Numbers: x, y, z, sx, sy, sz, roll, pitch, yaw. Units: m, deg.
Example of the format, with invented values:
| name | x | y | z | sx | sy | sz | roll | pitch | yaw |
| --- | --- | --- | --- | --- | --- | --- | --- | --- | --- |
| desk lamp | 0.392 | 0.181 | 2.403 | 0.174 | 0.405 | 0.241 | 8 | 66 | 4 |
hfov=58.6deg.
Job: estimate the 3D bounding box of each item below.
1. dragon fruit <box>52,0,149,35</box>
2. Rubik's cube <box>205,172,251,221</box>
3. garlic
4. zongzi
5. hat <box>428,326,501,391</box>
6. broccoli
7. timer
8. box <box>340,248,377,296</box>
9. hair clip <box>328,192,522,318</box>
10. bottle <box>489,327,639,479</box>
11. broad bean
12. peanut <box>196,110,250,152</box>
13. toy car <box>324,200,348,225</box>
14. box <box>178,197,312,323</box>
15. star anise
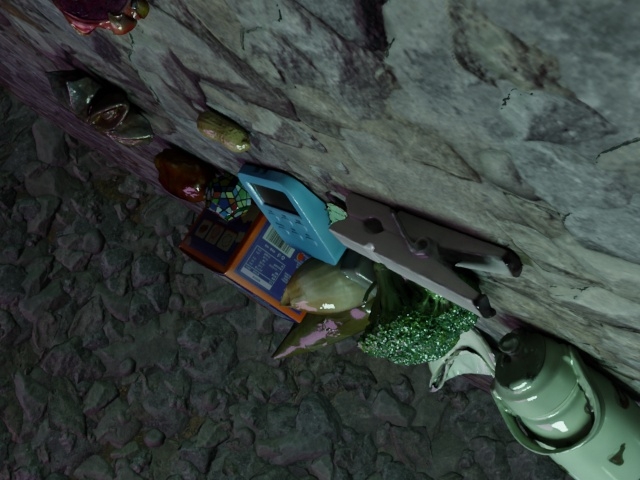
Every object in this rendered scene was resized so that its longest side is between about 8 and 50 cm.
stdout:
| name | x | y | z | sx | sy | sz | roll | pitch | yaw |
| --- | --- | --- | --- | --- | --- | --- | --- | --- | --- |
| dragon fruit | -0.255 | -0.289 | 0.641 | 0.126 | 0.112 | 0.068 | 34 | -175 | -13 |
| Rubik's cube | -0.251 | -0.116 | 1.553 | 0.133 | 0.133 | 0.112 | 33 | -162 | -7 |
| garlic | 0.056 | 0.093 | 1.449 | 0.196 | 0.151 | 0.338 | -17 | 178 | 37 |
| zongzi | 0.033 | 0.253 | 1.757 | 0.174 | 0.392 | 0.356 | 52 | 165 | -6 |
| hat | 0.432 | 0.329 | 1.636 | 0.257 | 0.168 | 0.302 | -1 | 129 | 32 |
| broccoli | 0.182 | 0.123 | 1.106 | 0.242 | 0.261 | 0.269 | 55 | -151 | -5 |
| timer | -0.068 | -0.065 | 1.290 | 0.250 | 0.091 | 0.231 | 43 | 167 | -35 |
| box | 0.130 | 0.070 | 1.296 | 0.172 | 0.093 | 0.124 | 34 | 167 | -15 |
| hair clip | 0.154 | 0.012 | 0.924 | 0.330 | 0.101 | 0.085 | 28 | 174 | 40 |
| bottle | 0.497 | 0.335 | 1.163 | 0.351 | 0.229 | 0.229 | 43 | 169 | -16 |
| broad bean | -0.395 | -0.185 | 1.644 | 0.228 | 0.122 | 0.156 | 23 | 170 | 29 |
| peanut | -0.177 | -0.199 | 1.048 | 0.113 | 0.054 | 0.054 | 31 | 171 | 6 |
| toy car | 0.043 | -0.049 | 1.158 | 0.059 | 0.035 | 0.122 | 29 | 162 | 20 |
| box | -0.196 | 0.047 | 1.796 | 0.318 | 0.257 | 0.348 | 20 | 165 | 48 |
| star anise | -0.553 | -0.335 | 1.425 | 0.315 | 0.108 | 0.315 | 35 | 172 | 5 |
